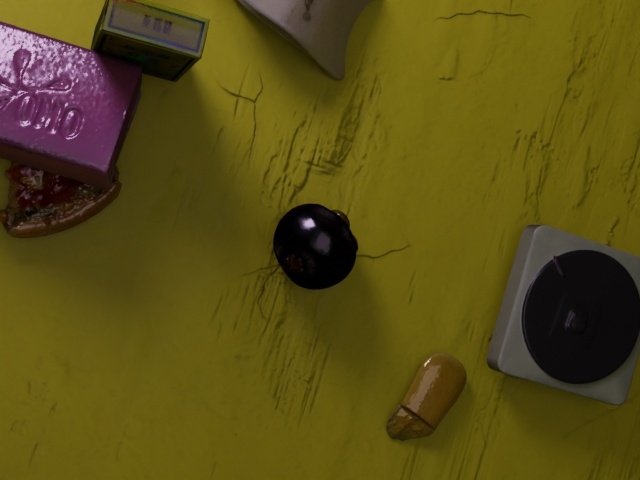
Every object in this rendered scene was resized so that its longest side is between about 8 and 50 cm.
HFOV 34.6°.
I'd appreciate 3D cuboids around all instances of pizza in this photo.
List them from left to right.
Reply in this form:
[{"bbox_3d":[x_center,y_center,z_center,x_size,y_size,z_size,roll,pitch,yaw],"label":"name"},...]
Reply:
[{"bbox_3d":[-0.405,-0.111,1.511,0.188,0.062,0.199,-29,97,-16],"label":"pizza"}]

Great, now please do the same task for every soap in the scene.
[{"bbox_3d":[-0.397,-0.196,1.458,0.259,0.081,0.181,18,72,-6],"label":"soap"},{"bbox_3d":[0.180,0.267,1.713,0.089,0.033,0.168,32,84,-13],"label":"soap"}]

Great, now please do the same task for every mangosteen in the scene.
[{"bbox_3d":[0.000,0.000,1.612,0.137,0.137,0.151,56,43,-11],"label":"mangosteen"}]

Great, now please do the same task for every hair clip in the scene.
[{"bbox_3d":[-0.037,-0.390,1.583,0.282,0.113,0.172,26,85,-17],"label":"hair clip"}]

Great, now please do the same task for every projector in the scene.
[{"bbox_3d":[0.431,0.127,1.759,0.257,0.079,0.259,18,87,-17],"label":"projector"}]

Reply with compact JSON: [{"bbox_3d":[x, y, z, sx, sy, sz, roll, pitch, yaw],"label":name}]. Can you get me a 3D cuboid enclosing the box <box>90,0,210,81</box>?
[{"bbox_3d":[-0.249,-0.286,1.467,0.141,0.220,0.064,14,88,-16],"label":"box"}]
